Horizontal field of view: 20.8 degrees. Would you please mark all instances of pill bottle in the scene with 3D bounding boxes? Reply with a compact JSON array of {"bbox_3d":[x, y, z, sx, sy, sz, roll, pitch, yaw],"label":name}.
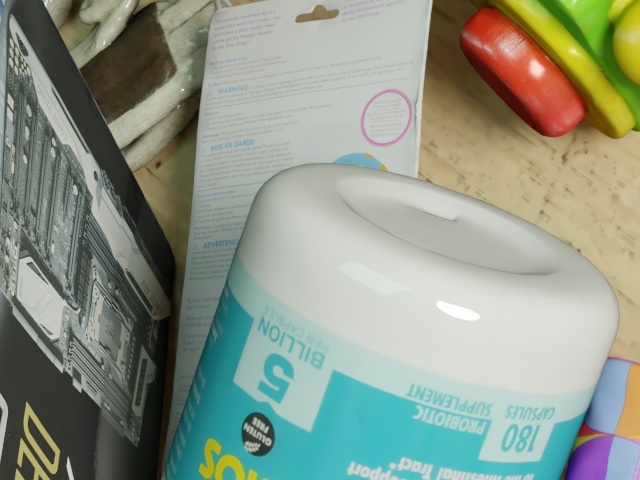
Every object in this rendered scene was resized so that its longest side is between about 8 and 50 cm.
[{"bbox_3d":[0.007,0.114,0.684,0.146,0.146,0.264,30,110,37],"label":"pill bottle"}]

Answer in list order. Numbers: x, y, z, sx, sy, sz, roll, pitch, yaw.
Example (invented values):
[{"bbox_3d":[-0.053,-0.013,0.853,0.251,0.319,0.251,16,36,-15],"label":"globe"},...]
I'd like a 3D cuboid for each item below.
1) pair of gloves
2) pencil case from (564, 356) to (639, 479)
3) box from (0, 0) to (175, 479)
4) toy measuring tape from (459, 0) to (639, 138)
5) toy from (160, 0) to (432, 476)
[{"bbox_3d":[-0.147,-0.132,1.002,0.204,0.042,0.240,-27,54,14],"label":"pair of gloves"},{"bbox_3d":[0.119,0.161,0.664,0.104,0.104,0.236,5,67,31],"label":"pencil case"},{"bbox_3d":[-0.143,0.049,0.735,0.076,0.242,0.307,-11,45,12],"label":"box"},{"bbox_3d":[0.102,-0.127,0.846,0.121,0.121,0.330,-44,30,2],"label":"toy measuring tape"},{"bbox_3d":[0.000,0.000,0.833,0.136,0.056,0.237,-4,72,36],"label":"toy"}]
